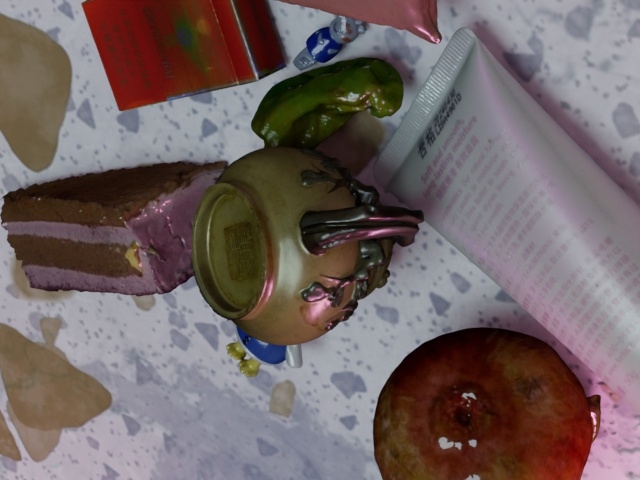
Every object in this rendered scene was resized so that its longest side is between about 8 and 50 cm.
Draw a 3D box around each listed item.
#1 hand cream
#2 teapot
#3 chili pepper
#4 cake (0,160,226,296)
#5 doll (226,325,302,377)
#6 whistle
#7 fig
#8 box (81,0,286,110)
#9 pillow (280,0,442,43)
[{"bbox_3d":[0.202,0.002,1.473,0.359,0.118,0.185,46,135,15],"label":"hand cream"},{"bbox_3d":[0.000,0.000,1.552,0.269,0.182,0.173,-16,81,54],"label":"teapot"},{"bbox_3d":[-0.015,-0.111,1.571,0.204,0.072,0.073,-24,80,46],"label":"chili pepper"},{"bbox_3d":[-0.217,-0.004,1.747,0.295,0.113,0.116,-6,108,42],"label":"cake"},{"bbox_3d":[-0.038,0.073,1.695,0.099,0.057,0.143,54,127,18],"label":"doll"},{"bbox_3d":[0.005,-0.174,1.550,0.033,0.029,0.083,42,128,-16],"label":"whistle"},{"bbox_3d":[0.149,0.174,1.551,0.205,0.205,0.205,15,121,27],"label":"fig"},{"bbox_3d":[-0.125,-0.188,1.618,0.175,0.048,0.112,-7,107,37],"label":"box"},{"bbox_3d":[-0.006,-0.277,1.431,0.236,0.084,0.223,21,131,28],"label":"pillow"}]
